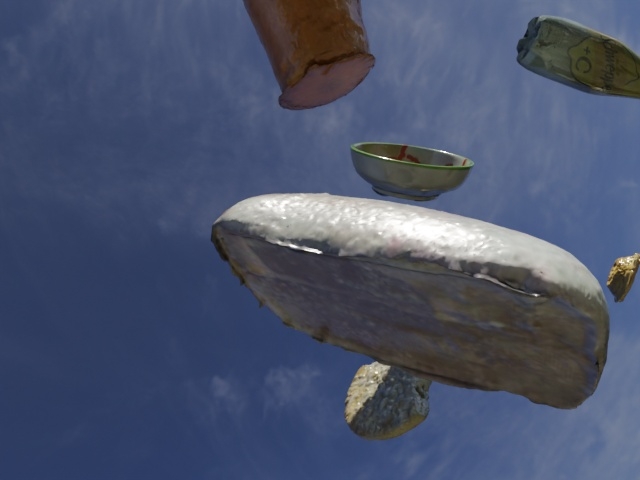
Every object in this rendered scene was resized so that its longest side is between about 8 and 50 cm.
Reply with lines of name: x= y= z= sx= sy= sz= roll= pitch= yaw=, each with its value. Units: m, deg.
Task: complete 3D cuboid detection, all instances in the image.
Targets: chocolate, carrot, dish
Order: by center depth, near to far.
chocolate: x=0.071 y=0.035 z=0.450 sx=0.100 sy=0.304 sz=0.185 roll=-59 pitch=-33 yaw=-30
carrot: x=-0.020 y=-0.333 z=0.749 sx=0.196 sy=0.196 sz=0.254 roll=-10 pitch=-102 yaw=-34
dish: x=0.233 y=-0.172 z=1.455 sx=0.325 sy=0.324 sz=0.124 roll=-7 pitch=-67 yaw=-36

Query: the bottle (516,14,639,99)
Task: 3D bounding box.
bottle: x=0.419 y=-0.247 z=0.789 sx=0.270 sy=0.083 sz=0.083 roll=17 pitch=-84 yaw=-5

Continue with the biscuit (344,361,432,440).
biscuit: x=0.120 y=0.253 z=0.927 sx=0.188 sy=0.265 sz=0.040 roll=-43 pitch=-79 yaw=-5

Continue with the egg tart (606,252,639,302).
egg tart: x=0.702 y=0.083 z=1.274 sx=0.129 sy=0.049 sz=0.128 roll=-48 pitch=-29 yaw=-38
